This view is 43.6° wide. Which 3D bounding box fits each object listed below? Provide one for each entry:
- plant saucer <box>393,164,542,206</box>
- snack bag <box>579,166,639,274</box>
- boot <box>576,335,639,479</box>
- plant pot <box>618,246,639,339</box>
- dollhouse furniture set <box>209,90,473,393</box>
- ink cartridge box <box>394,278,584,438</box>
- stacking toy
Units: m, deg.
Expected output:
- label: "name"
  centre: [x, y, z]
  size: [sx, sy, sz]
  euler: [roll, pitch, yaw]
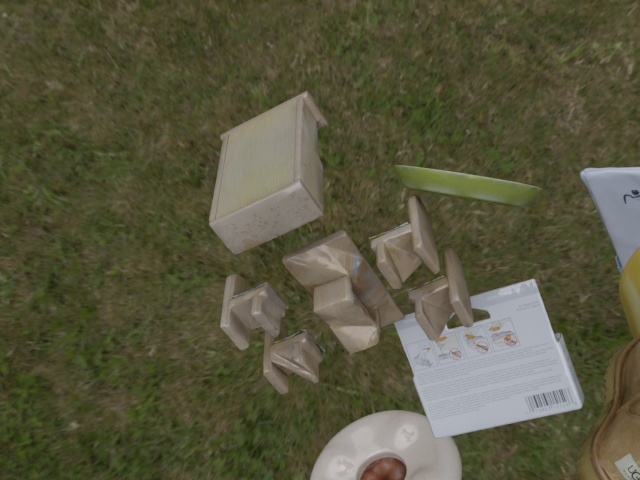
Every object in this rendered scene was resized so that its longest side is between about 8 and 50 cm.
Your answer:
- label: "plant saucer"
  centre: [0.236, -0.086, 1.303]
  size: [0.241, 0.241, 0.037]
  euler: [9, 94, 1]
- label: "snack bag"
  centre: [0.608, -0.011, 1.274]
  size: [0.342, 0.323, 0.037]
  euler: [5, 57, 39]
- label: "boot"
  centre: [0.339, 0.089, 0.614]
  size: [0.089, 0.236, 0.269]
  euler: [43, 130, 4]
- label: "plant pot"
  centre: [0.483, 0.106, 0.954]
  size: [0.254, 0.239, 0.254]
  euler: [-2, 119, -4]
- label: "dollhouse furniture set"
  centre: [0.000, 0.000, 1.329]
  size: [0.362, 0.256, 0.394]
  euler: [-23, 126, 19]
- label: "ink cartridge box"
  centre: [0.293, 0.209, 1.418]
  size: [0.275, 0.060, 0.239]
  euler: [-19, 93, 24]
- label: "stacking toy"
  centre: [0.208, 0.660, 1.858]
  size: [0.351, 0.350, 0.480]
  euler: [-28, 125, -2]
